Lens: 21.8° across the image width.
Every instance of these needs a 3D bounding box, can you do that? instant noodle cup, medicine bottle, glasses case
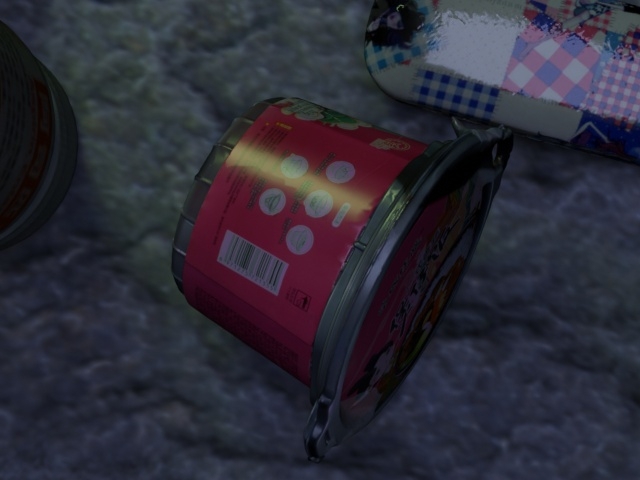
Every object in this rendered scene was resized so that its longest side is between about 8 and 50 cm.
[{"bbox_3d":[0.000,0.000,1.295,0.182,0.258,0.302,27,59,17],"label":"instant noodle cup"},{"bbox_3d":[-0.311,-0.088,1.236,0.211,0.371,0.211,0,87,4],"label":"medicine bottle"},{"bbox_3d":[0.198,-0.141,1.361,0.327,0.076,0.125,16,90,4],"label":"glasses case"}]
